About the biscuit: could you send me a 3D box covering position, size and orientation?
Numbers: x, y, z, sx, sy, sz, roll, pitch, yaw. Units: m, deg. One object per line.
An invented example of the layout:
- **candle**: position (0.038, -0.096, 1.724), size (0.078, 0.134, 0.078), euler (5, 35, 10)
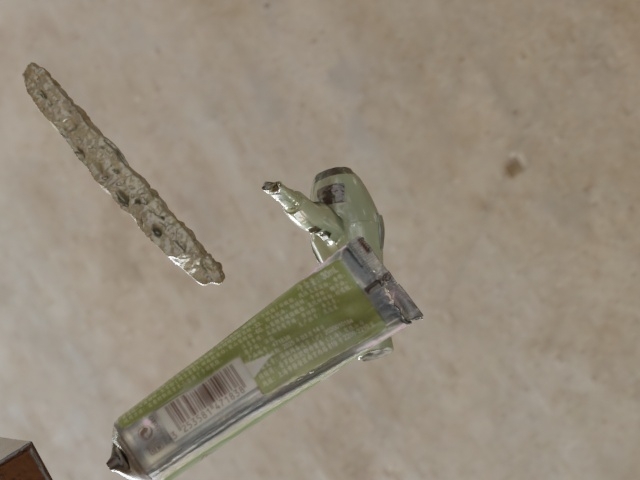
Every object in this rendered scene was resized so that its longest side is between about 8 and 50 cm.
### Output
- **biscuit**: position (-0.185, -0.048, 1.773), size (0.290, 0.038, 0.141), euler (47, 177, 18)

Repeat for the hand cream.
- **hand cream**: position (-0.045, 0.092, 1.249), size (0.086, 0.235, 0.055), euler (52, 175, 35)

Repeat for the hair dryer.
- **hair dryer**: position (0.016, 0.033, 2.052), size (0.092, 0.267, 0.229), euler (-20, 89, 19)

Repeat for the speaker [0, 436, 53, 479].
- **speaker**: position (-0.136, 0.212, 0.977), size (0.082, 0.044, 0.218), euler (-6, 111, 62)
